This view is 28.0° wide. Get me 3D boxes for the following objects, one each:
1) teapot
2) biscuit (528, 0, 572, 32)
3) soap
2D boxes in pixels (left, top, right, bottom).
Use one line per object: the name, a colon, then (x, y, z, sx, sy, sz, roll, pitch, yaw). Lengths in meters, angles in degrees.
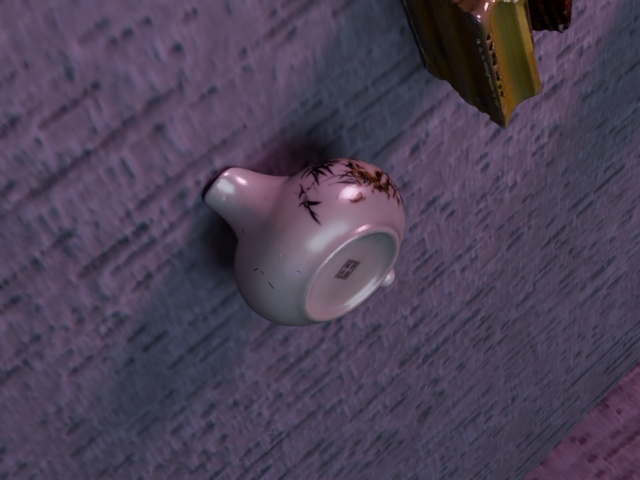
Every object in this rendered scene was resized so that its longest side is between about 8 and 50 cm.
teapot: (0.000, 0.000, 1.444, 0.208, 0.166, 0.300, -61, 158, 7)
biscuit: (0.196, -0.343, 1.318, 0.388, 0.073, 0.107, 40, 54, -62)
soap: (0.163, -0.230, 1.388, 0.076, 0.135, 0.233, -46, 152, -6)
